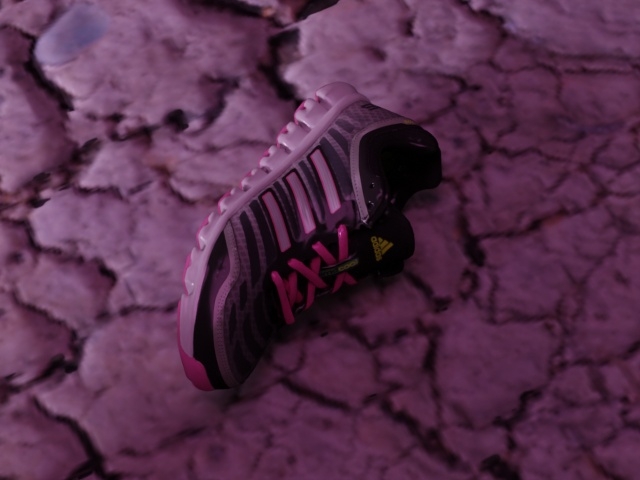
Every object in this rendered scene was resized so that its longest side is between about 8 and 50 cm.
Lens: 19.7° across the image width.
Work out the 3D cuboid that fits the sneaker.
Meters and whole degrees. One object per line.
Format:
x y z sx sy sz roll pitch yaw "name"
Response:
0.000 0.000 0.810 0.075 0.063 0.170 17 54 25 "sneaker"
